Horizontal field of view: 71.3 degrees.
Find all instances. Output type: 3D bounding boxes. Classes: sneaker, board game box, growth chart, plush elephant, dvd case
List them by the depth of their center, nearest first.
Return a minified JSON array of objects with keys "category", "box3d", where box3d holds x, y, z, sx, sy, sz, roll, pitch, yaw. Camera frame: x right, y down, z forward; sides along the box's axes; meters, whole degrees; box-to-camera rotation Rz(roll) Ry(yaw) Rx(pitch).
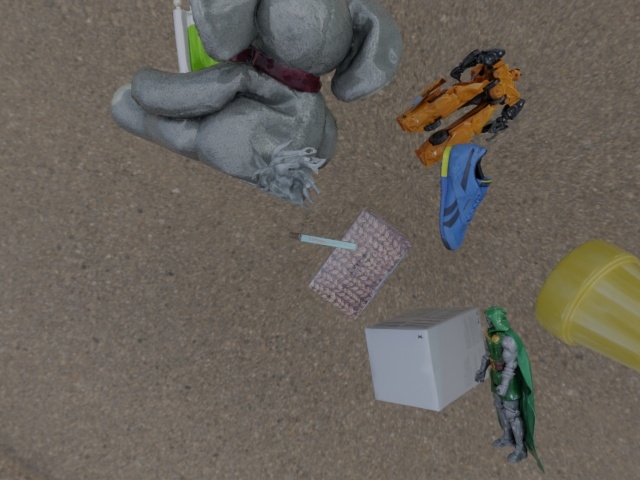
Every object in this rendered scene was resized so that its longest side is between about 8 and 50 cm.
[{"category":"plush elephant","box3d":[-0.062,-0.199,0.536,0.272,0.330,0.255,17,98,-36]},{"category":"dvd case","box3d":[0.000,0.000,0.723,0.087,0.119,0.013,10,89,-13]},{"category":"growth chart","box3d":[-0.143,-0.352,0.793,0.238,0.021,0.171,-18,106,-23]},{"category":"sneaker","box3d":[0.265,-0.072,0.815,0.082,0.069,0.209,9,118,28]},{"category":"board game box","box3d":[0.113,0.046,1.189,0.141,0.291,0.232,36,99,4]}]

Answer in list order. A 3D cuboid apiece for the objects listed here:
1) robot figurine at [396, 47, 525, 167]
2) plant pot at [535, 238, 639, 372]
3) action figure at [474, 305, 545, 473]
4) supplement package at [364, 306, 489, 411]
[{"category":"robot figurine","box3d":[0.336,-0.317,1.059,0.291,0.085,0.211,-34,119,7]},{"category":"plant pot","box3d":[0.665,0.159,0.991,0.254,0.239,0.253,-14,123,-23]},{"category":"action figure","box3d":[0.285,0.216,0.692,0.064,0.137,0.232,-8,92,-6]},{"category":"supplement package","box3d":[0.289,0.302,1.199,0.198,0.263,0.199,-9,89,46]}]
